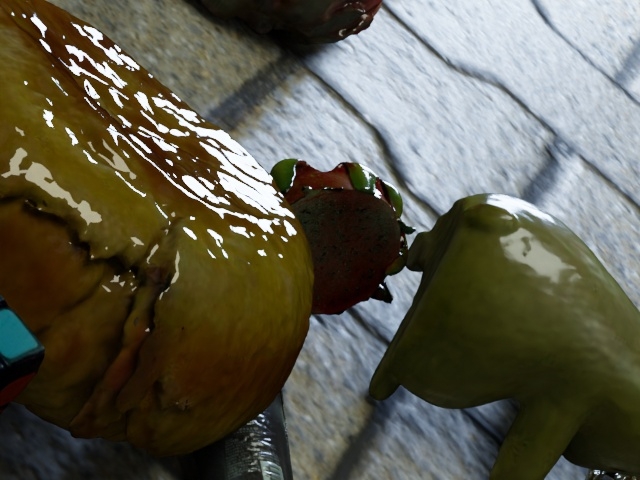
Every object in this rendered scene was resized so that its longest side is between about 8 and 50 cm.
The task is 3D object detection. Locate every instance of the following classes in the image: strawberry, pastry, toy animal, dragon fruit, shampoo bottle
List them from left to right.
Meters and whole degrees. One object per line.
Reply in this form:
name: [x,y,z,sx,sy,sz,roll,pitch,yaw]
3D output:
pastry: [-0.153,-0.019,1.119,0.356,0.164,0.356,39,16,-13]
shampoo bottle: [-0.056,0.113,1.216,0.057,0.063,0.207,30,32,-37]
strawberry: [-0.041,-0.331,1.686,0.265,0.149,0.336,18,38,-30]
dragon fruit: [0.000,0.000,1.381,0.142,0.138,0.175,59,7,-15]
toy animal: [0.209,0.115,1.400,0.363,0.180,0.181,39,37,-13]

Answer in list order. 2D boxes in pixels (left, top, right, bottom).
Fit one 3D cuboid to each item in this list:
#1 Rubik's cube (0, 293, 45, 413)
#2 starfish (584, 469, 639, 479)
Rubik's cube: [-0.285,0.069,0.915,0.184,0.182,0.187,49,33,12]
starfish: [0.252,0.171,1.488,0.133,0.041,0.130,-9,41,-17]
